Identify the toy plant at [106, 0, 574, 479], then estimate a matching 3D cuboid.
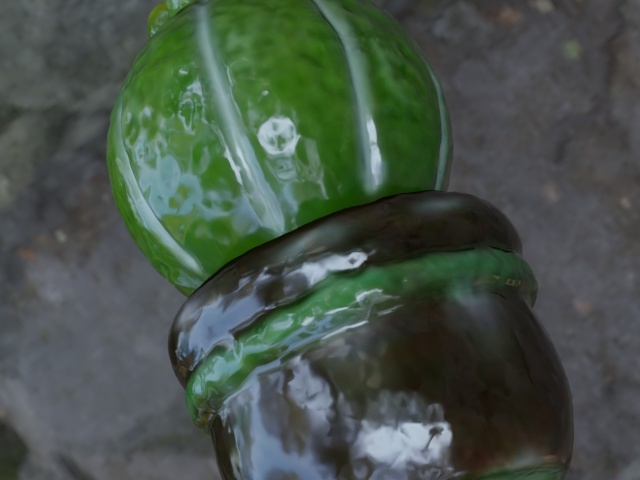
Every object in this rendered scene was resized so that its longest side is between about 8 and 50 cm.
[{"bbox_3d":[0.000,0.000,0.480,0.093,0.093,0.162,112,141,-59],"label":"toy plant"}]
